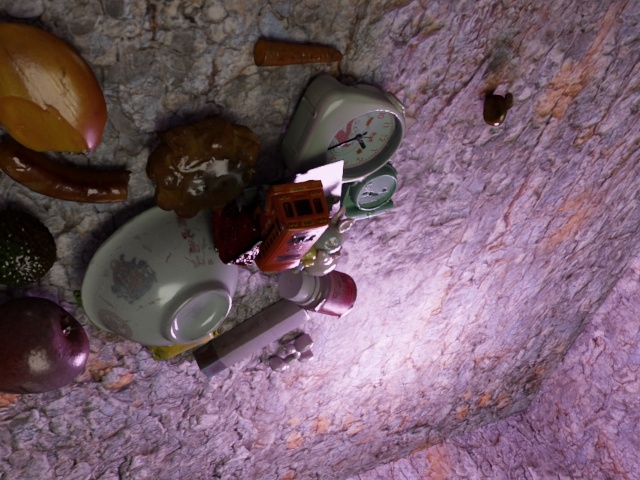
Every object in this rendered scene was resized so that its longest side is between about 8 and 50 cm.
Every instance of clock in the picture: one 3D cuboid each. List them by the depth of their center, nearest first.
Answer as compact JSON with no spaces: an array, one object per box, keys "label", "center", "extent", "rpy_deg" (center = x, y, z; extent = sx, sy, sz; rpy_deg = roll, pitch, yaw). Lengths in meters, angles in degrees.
[{"label":"clock","center":[0.080,-0.263,1.763],"extent":[0.324,0.108,0.265],"rpy_deg":[-1,134,-36]},{"label":"clock","center":[0.141,-0.154,1.977],"extent":[0.159,0.066,0.211],"rpy_deg":[-15,141,-23]}]

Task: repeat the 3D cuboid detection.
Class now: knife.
[{"label":"knife","center":[-0.601,0.188,1.874],"extent":[0.022,0.026,0.184],"rpy_deg":[-36,143,-19]}]

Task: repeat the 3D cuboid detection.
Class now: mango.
[{"label":"mango","center":[-0.499,-0.282,1.292],"extent":[0.187,0.138,0.257],"rpy_deg":[-8,138,-2]}]

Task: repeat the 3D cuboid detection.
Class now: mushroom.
[{"label":"mushroom","center":[0.485,-0.368,1.975],"extent":[0.129,0.073,0.088],"rpy_deg":[-55,164,-38]}]

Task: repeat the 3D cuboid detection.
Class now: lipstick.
[{"label":"lipstick","center":[-0.214,0.296,2.247],"extent":[0.371,0.076,0.080],"rpy_deg":[-31,144,-1]}]

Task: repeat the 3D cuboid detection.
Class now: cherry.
[{"label":"cherry","center":[-0.703,0.258,1.724],"extent":[0.307,0.221,0.261],"rpy_deg":[-18,144,12]}]

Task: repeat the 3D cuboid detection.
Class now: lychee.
[{"label":"lychee","center":[-0.648,0.014,1.528],"extent":[0.171,0.171,0.171],"rpy_deg":[-20,143,-16]}]

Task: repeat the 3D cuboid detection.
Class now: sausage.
[{"label":"sausage","center":[-0.530,-0.132,1.496],"extent":[0.302,0.076,0.103],"rpy_deg":[13,118,-46]}]

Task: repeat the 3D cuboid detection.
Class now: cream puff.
[{"label":"cream puff","center":[-0.256,-0.165,1.591],"extent":[0.269,0.155,0.241],"rpy_deg":[-29,149,-5]}]

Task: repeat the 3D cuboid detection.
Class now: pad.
[{"label":"pad","center":[-0.062,-0.093,1.821],"extent":[0.248,0.007,0.367],"rpy_deg":[-17,163,-7]}]

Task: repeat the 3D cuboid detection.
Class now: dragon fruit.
[{"label":"dragon fruit","center":[-0.215,-0.037,1.704],"extent":[0.092,0.192,0.122],"rpy_deg":[-9,164,-30]}]

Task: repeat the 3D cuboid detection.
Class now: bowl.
[{"label":"bowl","center":[-0.346,0.128,1.775],"extent":[0.435,0.196,0.435],"rpy_deg":[-30,146,-23]}]

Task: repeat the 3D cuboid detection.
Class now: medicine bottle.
[{"label":"medicine bottle","center":[-0.009,0.146,2.161],"extent":[0.147,0.147,0.247],"rpy_deg":[-47,142,20]}]

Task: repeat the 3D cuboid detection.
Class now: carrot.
[{"label":"carrot","center":[-0.037,-0.405,1.559],"extent":[0.224,0.057,0.057],"rpy_deg":[-9,139,-33]}]

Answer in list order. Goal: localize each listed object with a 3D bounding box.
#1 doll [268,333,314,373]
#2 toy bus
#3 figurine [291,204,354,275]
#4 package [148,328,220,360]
[{"label":"doll","center":[-0.100,0.398,2.470],"extent":[0.160,0.059,0.161],"rpy_deg":[-20,144,-16]},{"label":"toy bus","center":[-0.093,-0.025,1.731],"extent":[0.143,0.153,0.329],"rpy_deg":[-10,162,-24]},{"label":"figurine","center":[0.000,0.000,1.977],"extent":[0.155,0.127,0.235],"rpy_deg":[-8,151,-18]},{"label":"package","center":[-0.396,0.257,2.053],"extent":[0.226,0.090,0.168],"rpy_deg":[-24,141,-16]}]
